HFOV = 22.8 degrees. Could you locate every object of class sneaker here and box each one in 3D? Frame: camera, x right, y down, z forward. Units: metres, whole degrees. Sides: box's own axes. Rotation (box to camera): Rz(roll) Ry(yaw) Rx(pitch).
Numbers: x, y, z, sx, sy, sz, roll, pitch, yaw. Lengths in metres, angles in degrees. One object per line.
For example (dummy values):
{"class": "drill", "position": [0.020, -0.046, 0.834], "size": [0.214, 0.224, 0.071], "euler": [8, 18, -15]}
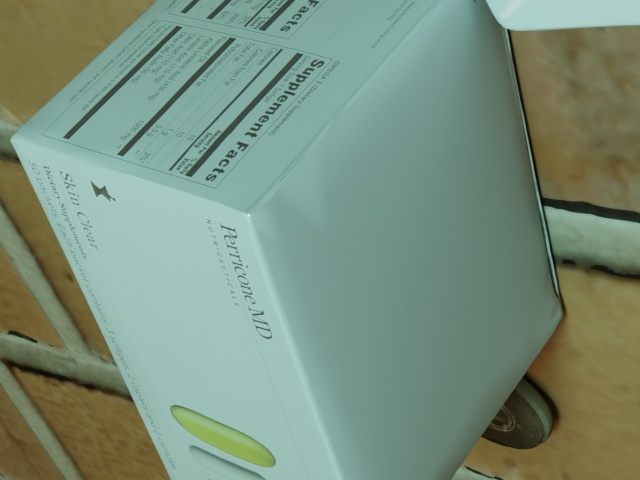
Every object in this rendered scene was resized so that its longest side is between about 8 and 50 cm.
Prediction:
{"class": "sneaker", "position": [0.052, 0.091, 1.001], "size": [0.188, 0.071, 0.066], "euler": [29, 148, 19]}

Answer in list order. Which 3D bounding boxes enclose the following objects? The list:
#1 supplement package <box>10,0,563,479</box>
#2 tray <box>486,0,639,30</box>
{"class": "supplement package", "position": [0.000, 0.000, 0.809], "size": [0.145, 0.204, 0.261], "euler": [17, 142, 33]}
{"class": "tray", "position": [0.155, -0.151, 0.615], "size": [0.270, 0.030, 0.145], "euler": [5, 134, 45]}
